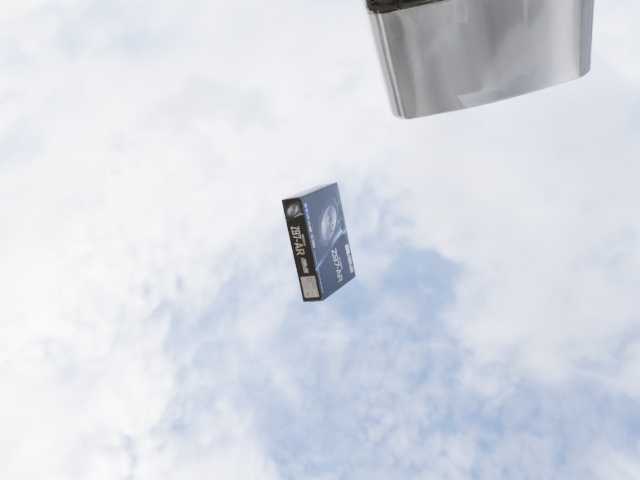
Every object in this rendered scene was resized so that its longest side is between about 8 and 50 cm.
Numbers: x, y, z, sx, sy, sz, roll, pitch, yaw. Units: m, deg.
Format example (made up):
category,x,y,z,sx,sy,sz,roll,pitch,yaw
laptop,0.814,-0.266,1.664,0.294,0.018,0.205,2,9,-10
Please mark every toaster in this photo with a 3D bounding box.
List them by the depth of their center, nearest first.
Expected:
category,x,y,z,sx,sy,sz,roll,pitch,yaw
toaster,0.118,-0.191,0.547,0.168,0.110,0.186,-14,-141,6

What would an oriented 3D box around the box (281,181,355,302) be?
category,x,y,z,sx,sy,sz,roll,pitch,yaw
box,0.000,0.000,0.556,0.018,0.067,0.083,-6,-79,28
